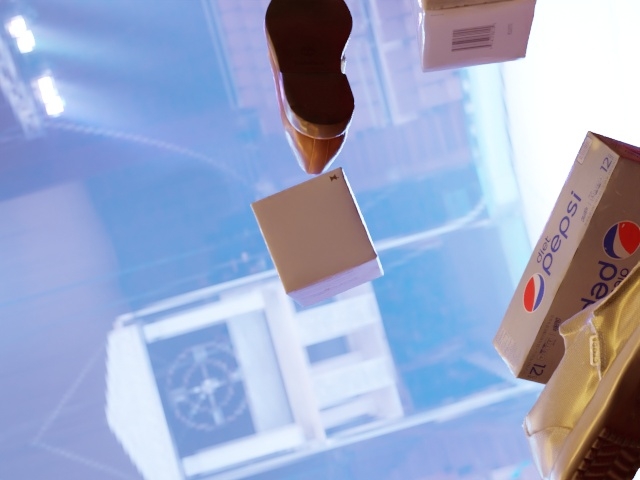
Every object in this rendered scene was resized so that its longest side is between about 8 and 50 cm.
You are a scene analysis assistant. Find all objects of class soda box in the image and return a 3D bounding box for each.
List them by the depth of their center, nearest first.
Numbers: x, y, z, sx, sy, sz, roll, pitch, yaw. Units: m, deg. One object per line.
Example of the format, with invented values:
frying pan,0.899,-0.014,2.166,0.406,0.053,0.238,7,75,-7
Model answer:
soda box,0.304,0.027,1.497,0.091,0.098,0.286,-119,47,-62

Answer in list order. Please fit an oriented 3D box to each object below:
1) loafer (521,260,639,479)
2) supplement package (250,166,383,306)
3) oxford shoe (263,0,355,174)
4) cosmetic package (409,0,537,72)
loafer,0.234,0.073,0.984,0.102,0.269,0.092,29,-175,-43
supplement package,0.000,0.000,1.828,0.244,0.133,0.139,56,-169,-81
oxford shoe,-0.013,-0.141,1.100,0.076,0.076,0.212,100,172,-46
cosmetic package,0.179,-0.435,1.754,0.197,0.155,0.366,77,-174,-73
